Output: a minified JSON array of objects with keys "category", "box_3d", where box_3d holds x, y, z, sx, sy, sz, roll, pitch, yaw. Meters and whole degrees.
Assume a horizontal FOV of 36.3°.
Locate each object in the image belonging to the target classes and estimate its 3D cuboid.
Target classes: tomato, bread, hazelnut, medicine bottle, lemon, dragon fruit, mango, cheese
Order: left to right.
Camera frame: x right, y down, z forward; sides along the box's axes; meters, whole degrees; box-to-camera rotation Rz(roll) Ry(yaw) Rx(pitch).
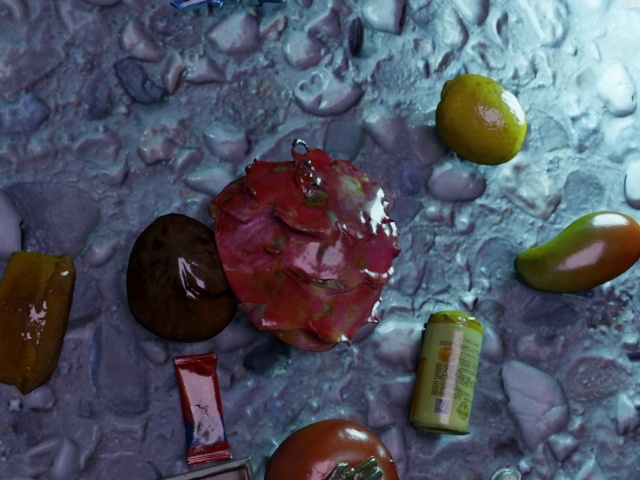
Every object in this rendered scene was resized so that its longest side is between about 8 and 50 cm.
[{"category":"bread","box_3d":[-0.498,0.129,1.676,0.129,0.134,0.260,13,73,-13]},{"category":"hazelnut","box_3d":[-0.251,0.072,1.724,0.218,0.218,0.234,-27,69,-22]},{"category":"dragon fruit","box_3d":[0.000,0.000,1.743,0.371,0.249,0.386,47,32,-13]},{"category":"tomato","box_3d":[0.021,0.445,1.717,0.255,0.224,0.256,6,73,-20]},{"category":"medicine bottle","box_3d":[0.246,0.253,1.895,0.124,0.124,0.239,15,72,-14]},{"category":"lemon","box_3d":[0.330,-0.249,2.020,0.207,0.170,0.170,34,69,1]},{"category":"cheese","box_3d":[0.354,0.497,1.916,0.067,0.026,0.121,44,69,-3]},{"category":"mango","box_3d":[0.554,0.031,2.045,0.289,0.129,0.146,-29,89,-13]}]

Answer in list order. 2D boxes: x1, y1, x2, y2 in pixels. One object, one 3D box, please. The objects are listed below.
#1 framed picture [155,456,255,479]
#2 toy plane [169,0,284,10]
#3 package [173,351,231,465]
[{"category":"framed picture","box_3d":[-0.256,0.540,1.713,0.335,0.022,0.247,-11,81,-20]},{"category":"toy plane","box_3d":[-0.194,-0.541,1.953,0.271,0.105,0.254,29,71,-10]},{"category":"package","box_3d":[-0.215,0.306,1.784,0.083,0.022,0.200,-6,77,-19]}]
